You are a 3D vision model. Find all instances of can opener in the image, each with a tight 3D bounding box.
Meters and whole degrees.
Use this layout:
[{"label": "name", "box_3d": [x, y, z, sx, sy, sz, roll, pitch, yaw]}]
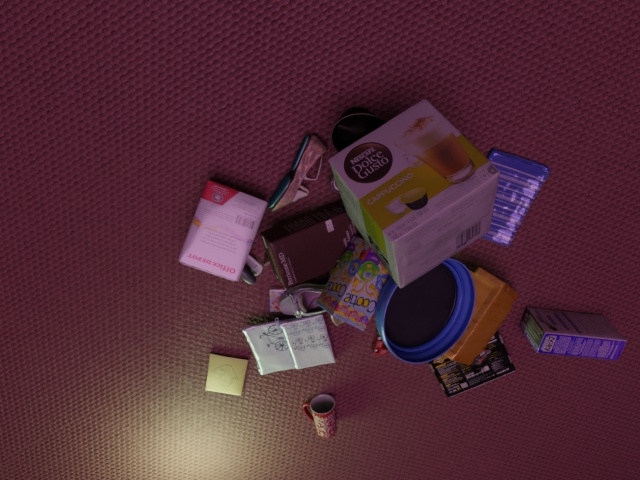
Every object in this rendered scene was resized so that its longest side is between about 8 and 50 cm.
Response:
[{"label": "can opener", "box_3d": [-0.335, 0.049, 1.852, 0.074, 0.093, 0.280, -42, 104, 17]}]

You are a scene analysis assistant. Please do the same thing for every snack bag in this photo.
[{"label": "snack bag", "box_3d": [-0.128, 0.435, 2.014, 0.343, 0.037, 0.323, -10, 129, 3]}]

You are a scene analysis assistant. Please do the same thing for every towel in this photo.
[{"label": "towel", "box_3d": [0.673, -0.152, 1.812, 0.243, 0.040, 0.335, 17, 113, -8]}]

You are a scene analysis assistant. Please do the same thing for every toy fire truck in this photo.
[{"label": "toy fire truck", "box_3d": [0.302, 0.401, 2.045, 0.135, 0.047, 0.192, 9, 114, -7]}]

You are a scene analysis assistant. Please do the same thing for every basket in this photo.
[{"label": "basket", "box_3d": [0.132, -0.358, 1.602, 0.205, 0.227, 0.154, 9, 114, -5]}]

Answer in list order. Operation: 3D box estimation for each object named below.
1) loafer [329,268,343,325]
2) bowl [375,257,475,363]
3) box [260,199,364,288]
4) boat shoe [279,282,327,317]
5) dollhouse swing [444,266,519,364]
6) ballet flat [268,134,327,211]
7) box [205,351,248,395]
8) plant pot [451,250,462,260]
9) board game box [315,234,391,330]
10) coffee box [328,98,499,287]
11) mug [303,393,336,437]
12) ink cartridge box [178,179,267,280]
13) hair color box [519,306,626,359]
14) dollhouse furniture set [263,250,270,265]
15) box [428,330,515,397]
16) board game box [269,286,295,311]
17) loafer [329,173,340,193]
[{"label": "loafer", "box_3d": [0.084, 0.220, 1.928, 0.092, 0.102, 0.268, -2, 114, 6]}, {"label": "bowl", "box_3d": [0.362, 0.232, 1.686, 0.391, 0.077, 0.391, -9, 110, -25]}, {"label": "box", "box_3d": [0.000, 0.000, 1.742, 0.382, 0.143, 0.191, -23, 114, -13]}, {"label": "boat shoe", "box_3d": [-0.030, 0.229, 1.860, 0.321, 0.103, 0.118, -10, 100, 25]}, {"label": "dollhouse swing", "box_3d": [0.529, 0.255, 1.937, 0.315, 0.305, 0.346, 27, 96, -52]}, {"label": "ballet flat", "box_3d": [-0.072, -0.219, 1.730, 0.106, 0.107, 0.316, 24, 113, -20]}, {"label": "box", "box_3d": [-0.410, 0.582, 2.121, 0.165, 0.021, 0.201, 11, 114, -6]}, {"label": "plant pot", "box_3d": [0.429, -0.047, 1.751, 0.276, 0.276, 0.253, 1, 126, -2]}, {"label": "board game box", "box_3d": [0.130, 0.143, 1.672, 0.142, 0.144, 0.275, 30, 88, -27]}, {"label": "coffee box", "box_3d": [0.270, -0.130, 1.435, 0.338, 0.334, 0.338, -32, 151, -3]}, {"label": "mug", "box_3d": [0.009, 0.785, 2.194, 0.113, 0.150, 0.169, -26, 123, -30]}, {"label": "ink cartridge box", "box_3d": [-0.347, -0.038, 1.740, 0.226, 0.131, 0.306, 21, 93, -11]}, {"label": "hair color box", "box_3d": [1.017, 0.376, 1.977, 0.339, 0.185, 0.110, 8, 115, -4]}, {"label": "dollhouse furniture set", "box_3d": [-0.110, 0.081, 1.848, 0.144, 0.123, 0.151, -33, 111, 13]}, {"label": "box", "box_3d": [0.636, 0.508, 2.086, 0.322, 0.079, 0.257, -27, 110, 10]}, {"label": "board game box", "box_3d": [-0.128, 0.238, 1.971, 0.154, 0.026, 0.103, 0, 114, -1]}, {"label": "loafer", "box_3d": [0.166, -0.269, 1.705, 0.319, 0.111, 0.112, -37, 110, 14]}]
